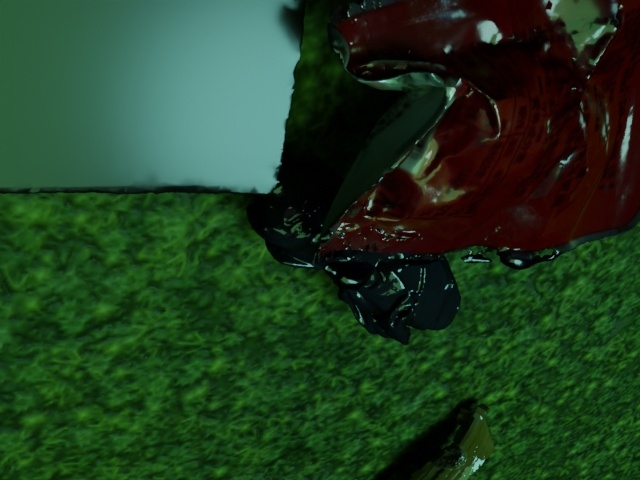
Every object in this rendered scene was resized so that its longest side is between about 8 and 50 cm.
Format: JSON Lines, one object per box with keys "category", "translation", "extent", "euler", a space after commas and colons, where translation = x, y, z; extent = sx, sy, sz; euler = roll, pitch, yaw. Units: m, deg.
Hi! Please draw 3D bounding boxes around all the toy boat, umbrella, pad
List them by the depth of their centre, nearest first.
{"category": "pad", "translation": [-0.137, -0.110, 0.313], "extent": [0.300, 0.005, 0.202], "euler": [-2, 115, -28]}
{"category": "umbrella", "translation": [0.006, -0.005, 0.476], "extent": [0.071, 0.071, 0.248], "euler": [-41, 137, 9]}
{"category": "toy boat", "translation": [0.094, 0.198, 0.720], "extent": [0.149, 0.049, 0.047], "euler": [-49, 164, 14]}

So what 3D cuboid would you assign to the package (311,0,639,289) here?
{"category": "package", "translation": [0.112, -0.066, 0.459], "extent": [0.270, 0.071, 0.193], "euler": [-9, 127, -28]}
